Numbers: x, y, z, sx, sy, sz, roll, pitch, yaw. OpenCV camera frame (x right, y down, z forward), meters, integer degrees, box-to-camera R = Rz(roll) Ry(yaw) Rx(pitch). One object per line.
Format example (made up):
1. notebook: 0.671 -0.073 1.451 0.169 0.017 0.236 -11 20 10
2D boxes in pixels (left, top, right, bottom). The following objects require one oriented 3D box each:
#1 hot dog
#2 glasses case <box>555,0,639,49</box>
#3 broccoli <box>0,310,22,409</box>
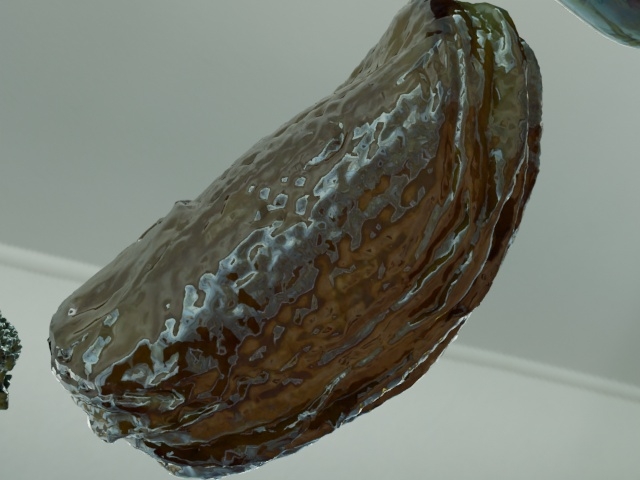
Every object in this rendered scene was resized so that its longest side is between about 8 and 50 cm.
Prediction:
1. hot dog: 0.000 0.000 0.720 0.272 0.196 0.122 -40 -72 6
2. glasses case: 0.083 -0.269 0.807 0.425 0.098 0.156 38 -48 -8
3. broccoli: -0.305 0.087 0.997 0.204 0.122 0.118 -21 -45 -15
